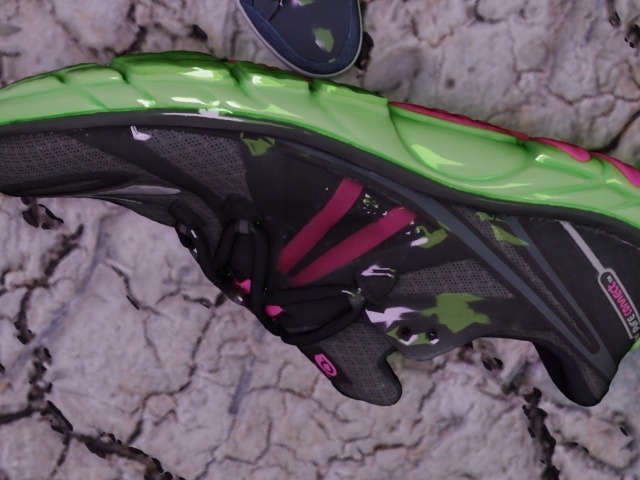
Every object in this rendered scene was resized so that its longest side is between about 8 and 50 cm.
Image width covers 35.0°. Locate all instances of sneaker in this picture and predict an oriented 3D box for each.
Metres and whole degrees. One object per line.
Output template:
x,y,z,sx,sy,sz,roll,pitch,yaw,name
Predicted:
0.000,0.000,0.661,0.483,0.185,0.202,14,96,-2,sneaker
-0.033,-0.204,0.633,0.086,0.163,0.226,-23,101,2,sneaker
